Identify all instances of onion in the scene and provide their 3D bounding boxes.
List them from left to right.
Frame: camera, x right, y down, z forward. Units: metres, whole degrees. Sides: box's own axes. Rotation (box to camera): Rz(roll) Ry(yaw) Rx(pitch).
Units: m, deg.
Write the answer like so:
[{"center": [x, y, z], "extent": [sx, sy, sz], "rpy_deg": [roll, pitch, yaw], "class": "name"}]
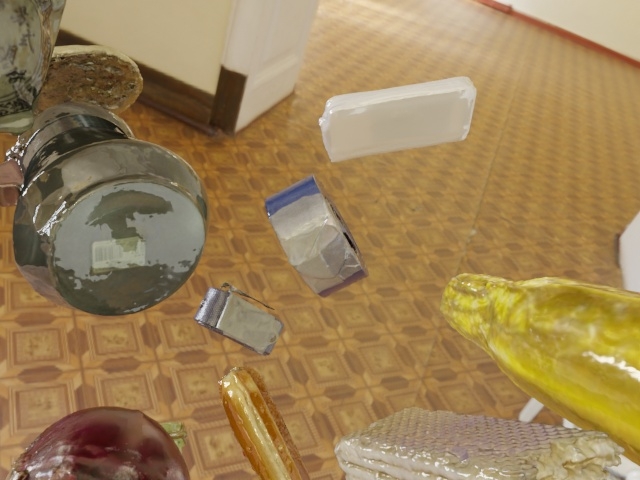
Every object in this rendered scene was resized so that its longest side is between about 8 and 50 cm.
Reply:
[{"center": [-0.326, 0.387, 0.907], "extent": [0.282, 0.337, 0.260], "rpy_deg": [32, 60, -15], "class": "onion"}]

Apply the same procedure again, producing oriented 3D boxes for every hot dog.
[{"center": [-0.065, 0.273, 0.768], "extent": [0.062, 0.092, 0.235], "rpy_deg": [-27, 84, -2], "class": "hot dog"}]

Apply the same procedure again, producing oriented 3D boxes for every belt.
[{"center": [-0.204, 0.202, 1.552], "extent": [0.231, 0.140, 0.126], "rpy_deg": [33, 72, -26], "class": "belt"}, {"center": [0.000, 0.000, 1.214], "extent": [0.117, 0.347, 0.212], "rpy_deg": [-25, 71, 6], "class": "belt"}]

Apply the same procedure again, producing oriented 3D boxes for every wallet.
[{"center": [0.092, -0.144, 0.718], "extent": [0.190, 0.095, 0.033], "rpy_deg": [-8, 51, -5], "class": "wallet"}]

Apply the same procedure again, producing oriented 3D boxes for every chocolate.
[{"center": [0.263, 0.107, 0.573], "extent": [0.162, 0.162, 0.445], "rpy_deg": [3, 9, -24], "class": "chocolate"}]

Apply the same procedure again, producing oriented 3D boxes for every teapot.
[{"center": [-0.407, -0.065, 1.000], "extent": [0.376, 0.305, 0.362], "rpy_deg": [-10, 35, -32], "class": "teapot"}]

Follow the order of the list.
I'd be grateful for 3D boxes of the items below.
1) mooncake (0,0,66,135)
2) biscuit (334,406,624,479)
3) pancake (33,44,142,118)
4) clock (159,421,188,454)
[{"center": [-0.499, -0.285, 0.845], "extent": [0.136, 0.250, 0.254], "rpy_deg": [22, 8, 32], "class": "mooncake"}, {"center": [0.117, 0.188, 0.494], "extent": [0.108, 0.239, 0.061], "rpy_deg": [-10, 87, -33], "class": "biscuit"}, {"center": [-0.506, -0.318, 1.245], "extent": [0.283, 0.282, 0.048], "rpy_deg": [-5, 69, -32], "class": "pancake"}, {"center": [-0.433, 0.494, 1.412], "extent": [0.235, 0.308, 0.096], "rpy_deg": [2, 68, -38], "class": "clock"}]
